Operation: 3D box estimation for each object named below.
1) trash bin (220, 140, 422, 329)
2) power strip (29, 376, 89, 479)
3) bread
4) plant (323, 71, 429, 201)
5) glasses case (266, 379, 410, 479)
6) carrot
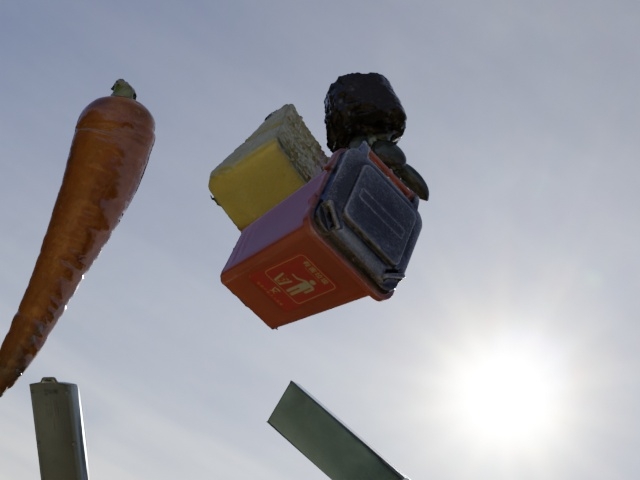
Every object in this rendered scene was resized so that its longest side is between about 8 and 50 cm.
[{"bbox_3d":[0.000,0.000,1.714,0.239,0.184,0.161,-27,-63,41],"label":"trash bin"},{"bbox_3d":[-0.335,0.292,1.726,0.060,0.027,0.252,-1,-75,9],"label":"power strip"},{"bbox_3d":[-0.063,-0.096,2.532,0.198,0.236,0.263,-26,-70,24],"label":"bread"},{"bbox_3d":[0.096,-0.171,2.443,0.149,0.146,0.274,99,-26,-61],"label":"plant"},{"bbox_3d":[0.033,0.360,2.321,0.266,0.056,0.105,39,-65,21],"label":"glasses case"},{"bbox_3d":[-0.180,-0.001,0.977,0.061,0.256,0.061,18,-14,4],"label":"carrot"}]
